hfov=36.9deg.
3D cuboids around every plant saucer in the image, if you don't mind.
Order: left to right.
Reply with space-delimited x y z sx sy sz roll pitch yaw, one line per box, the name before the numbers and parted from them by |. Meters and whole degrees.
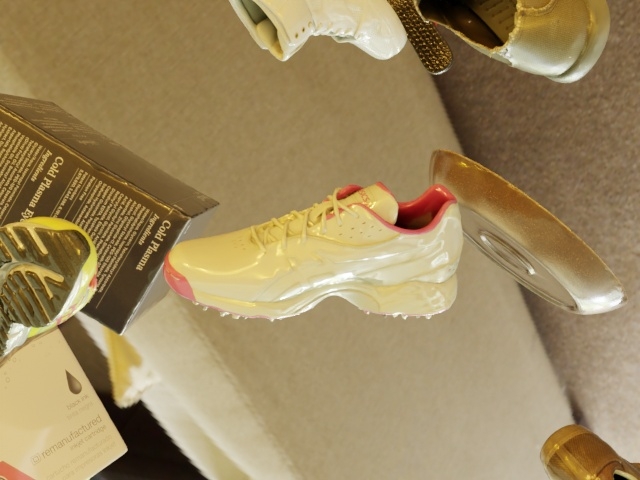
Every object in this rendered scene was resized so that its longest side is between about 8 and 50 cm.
plant saucer | 0.250 0.001 1.229 0.310 0.050 0.310 39 177 2

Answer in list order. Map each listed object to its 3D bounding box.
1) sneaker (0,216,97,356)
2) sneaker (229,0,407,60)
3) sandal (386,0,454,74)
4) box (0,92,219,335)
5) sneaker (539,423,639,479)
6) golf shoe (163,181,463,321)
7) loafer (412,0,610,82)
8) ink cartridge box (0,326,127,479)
sneaker | -0.213 0.024 0.756 0.208 0.094 0.081 -28 90 53
sneaker | -0.009 -0.302 1.327 0.292 0.169 0.108 36 161 -36
sandal | 0.157 -0.344 1.530 0.067 0.040 0.179 -28 83 20
box | -0.331 -0.047 1.326 0.312 0.179 0.343 30 -175 -2
sneaker | 0.243 0.212 0.763 0.188 0.066 0.071 32 -166 -35
golf shoe | 0.000 0.000 0.944 0.306 0.115 0.140 -1 121 -20
loafer | 0.104 -0.208 0.701 0.251 0.087 0.094 51 130 37
ink cartridge box | -0.367 0.157 0.989 0.117 0.207 0.283 -29 92 41
